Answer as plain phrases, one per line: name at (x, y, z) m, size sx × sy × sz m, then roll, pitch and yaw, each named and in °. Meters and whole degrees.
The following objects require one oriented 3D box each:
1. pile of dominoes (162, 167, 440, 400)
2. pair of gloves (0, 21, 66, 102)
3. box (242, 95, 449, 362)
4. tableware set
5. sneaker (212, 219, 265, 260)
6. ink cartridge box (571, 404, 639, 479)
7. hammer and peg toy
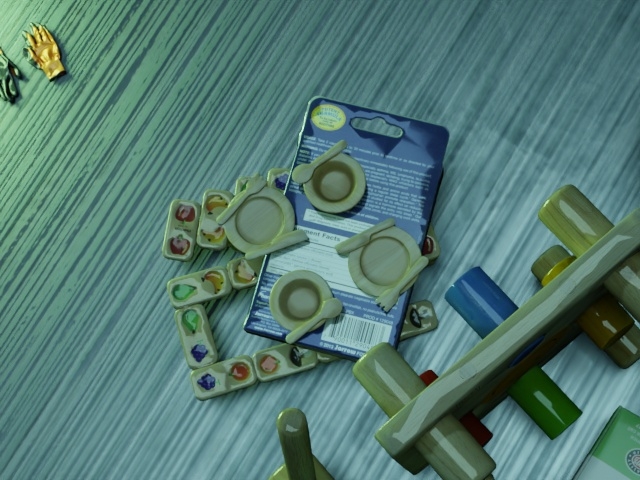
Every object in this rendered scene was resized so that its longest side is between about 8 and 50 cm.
pile of dominoes at (-0.021, 0.018, 1.031) m, size 0.251 × 0.040 × 0.195 m, roll -17°, pitch 76°, yaw -6°
pair of gloves at (-0.312, -0.187, 1.169) m, size 0.083 × 0.010 × 0.074 m, roll -28°, pitch 73°, yaw 2°
box at (0.027, -0.009, 1.006) m, size 0.137 × 0.036 × 0.225 m, roll 15°, pitch 81°, yaw 9°
tableware set at (0.000, 0.000, 0.978) m, size 0.141 × 0.020 × 0.168 m, roll -32°, pitch 77°, yaw -1°
sneaker at (-0.066, -0.004, 1.074) m, size 0.083 × 0.032 × 0.037 m, roll 29°, pitch 75°, yaw 5°
ink cartridge box at (0.254, 0.273, 0.915) m, size 0.160 × 0.092 × 0.219 m, roll 33°, pitch 83°, yaw 16°
hammer and peg toy at (0.115, 0.127, 0.886) m, size 0.361 × 0.266 × 0.127 m, roll -40°, pitch 73°, yaw -4°
